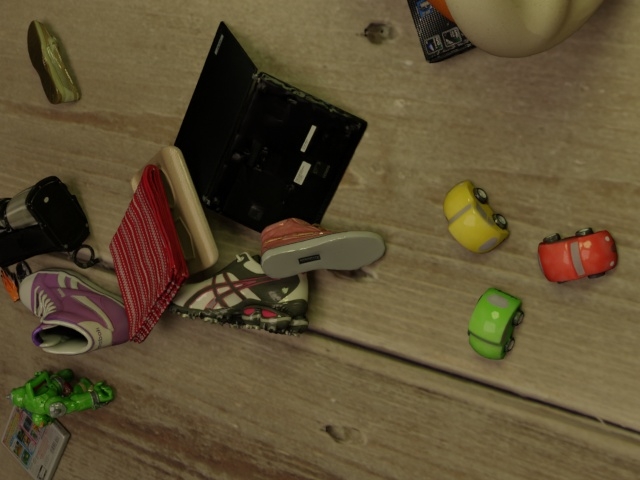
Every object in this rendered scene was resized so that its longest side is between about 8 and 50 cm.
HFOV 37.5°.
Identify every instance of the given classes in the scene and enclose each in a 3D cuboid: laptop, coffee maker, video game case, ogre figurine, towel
[{"bbox_3d":[-0.087,-0.154,1.413,0.264,0.136,0.234,25,118,-1],"label":"laptop"},{"bbox_3d":[-0.510,-0.010,1.672,0.178,0.120,0.171,-15,94,37],"label":"coffee maker"},{"bbox_3d":[-0.569,0.394,1.878,0.143,0.019,0.157,40,122,20],"label":"video game case"},{"bbox_3d":[-0.490,0.283,1.734,0.197,0.118,0.096,28,116,27],"label":"ogre figurine"},{"bbox_3d":[-0.282,0.028,1.500,0.275,0.031,0.198,-49,53,52],"label":"towel"}]

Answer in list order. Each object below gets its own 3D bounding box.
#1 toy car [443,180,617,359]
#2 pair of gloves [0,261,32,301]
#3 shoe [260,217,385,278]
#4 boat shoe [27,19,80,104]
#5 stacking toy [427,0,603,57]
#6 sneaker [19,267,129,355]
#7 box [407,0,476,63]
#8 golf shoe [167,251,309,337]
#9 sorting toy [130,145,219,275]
[{"bbox_3d":[0.238,0.059,1.220,0.239,0.053,0.225,24,114,28],"label":"toy car"},{"bbox_3d":[-0.581,0.072,1.809,0.083,0.010,0.074,-33,81,33],"label":"pair of gloves"},{"bbox_3d":[0.000,0.000,1.352,0.178,0.081,0.063,-10,129,1],"label":"shoe"},{"bbox_3d":[-0.458,-0.305,1.615,0.056,0.048,0.153,-36,74,47],"label":"boat shoe"},{"bbox_3d":[0.085,-0.419,1.029,0.480,0.351,0.350,27,116,37],"label":"stacking toy"},{"bbox_3d":[-0.467,0.124,1.654,0.282,0.161,0.102,13,110,33],"label":"sneaker"},{"bbox_3d":[0.188,-0.337,1.158,0.184,0.045,0.190,-16,93,36],"label":"box"},{"bbox_3d":[-0.128,0.078,1.465,0.273,0.105,0.120,3,81,34],"label":"golf shoe"},{"bbox_3d":[-0.228,-0.039,1.492,0.208,0.038,0.193,-20,90,61],"label":"sorting toy"}]
